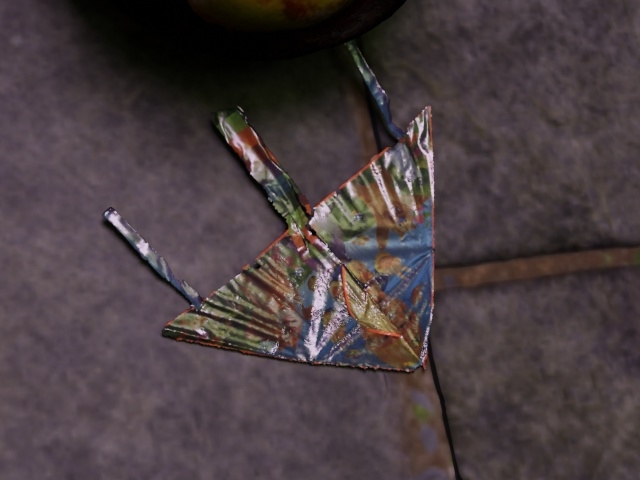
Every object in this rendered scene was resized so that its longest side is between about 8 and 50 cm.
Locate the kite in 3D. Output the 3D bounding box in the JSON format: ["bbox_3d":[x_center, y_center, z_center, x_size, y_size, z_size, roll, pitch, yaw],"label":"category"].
[{"bbox_3d":[0.000,0.000,0.786,0.183,0.010,0.160,-40,93,-23],"label":"kite"}]

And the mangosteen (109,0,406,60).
[{"bbox_3d":[-0.030,-0.174,0.726,0.209,0.210,0.210,6,71,-19],"label":"mangosteen"}]
